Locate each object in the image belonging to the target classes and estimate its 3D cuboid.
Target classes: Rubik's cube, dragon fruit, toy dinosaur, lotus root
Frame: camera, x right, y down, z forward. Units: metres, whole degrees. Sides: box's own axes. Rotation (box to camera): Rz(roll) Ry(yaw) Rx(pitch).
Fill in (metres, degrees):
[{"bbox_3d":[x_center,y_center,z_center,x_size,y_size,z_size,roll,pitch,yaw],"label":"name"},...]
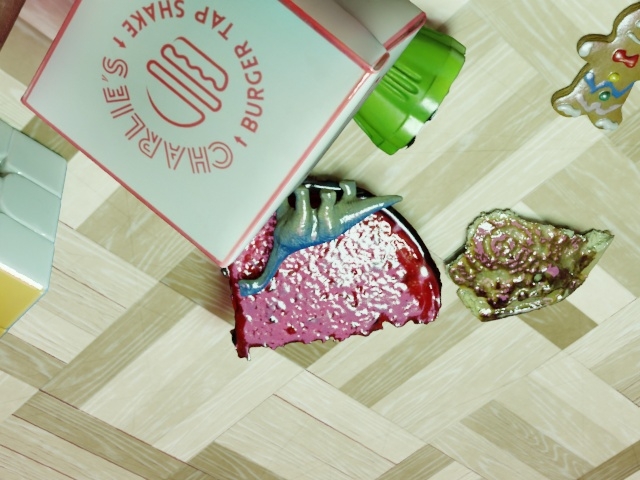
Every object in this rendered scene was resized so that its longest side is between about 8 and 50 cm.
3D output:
[{"bbox_3d":[-0.553,-0.010,1.435,0.291,0.290,0.291,34,120,-30],"label":"Rubik's cube"},{"bbox_3d":[0.011,0.023,1.648,0.343,0.100,0.282,-7,110,1],"label":"dragon fruit"},{"bbox_3d":[0.000,0.000,1.574,0.247,0.075,0.188,-1,114,-6],"label":"toy dinosaur"},{"bbox_3d":[0.081,-0.232,1.422,0.186,0.186,0.186,-3,130,-4],"label":"lotus root"}]

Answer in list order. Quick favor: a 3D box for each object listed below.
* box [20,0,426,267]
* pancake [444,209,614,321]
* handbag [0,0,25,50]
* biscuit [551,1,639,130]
[{"bbox_3d":[-0.101,-0.218,1.249,0.314,0.300,0.312,39,120,1],"label":"box"},{"bbox_3d":[0.334,0.050,1.746,0.257,0.056,0.212,13,120,-7],"label":"pancake"},{"bbox_3d":[-0.384,-0.327,1.283,0.072,0.151,0.193,24,125,-20],"label":"handbag"},{"bbox_3d":[0.427,-0.253,1.521,0.138,0.031,0.205,17,124,-19],"label":"biscuit"}]
